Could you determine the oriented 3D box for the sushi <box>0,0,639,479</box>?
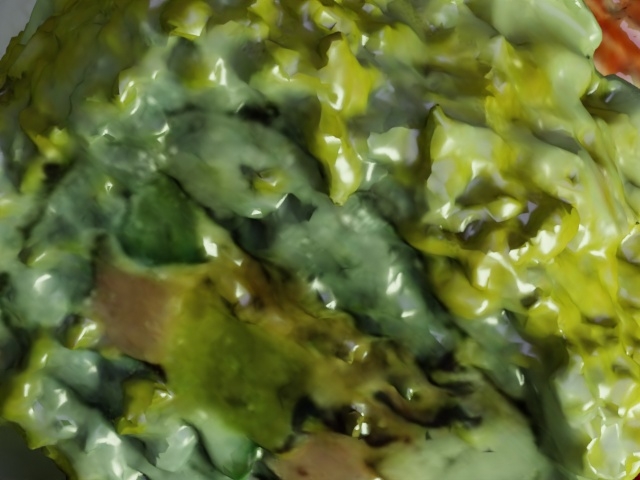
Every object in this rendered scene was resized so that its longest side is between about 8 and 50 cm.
[{"bbox_3d":[0.000,0.000,0.906,0.396,0.351,0.240,43,36,-13],"label":"sushi"}]

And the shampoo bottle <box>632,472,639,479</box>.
[{"bbox_3d":[0.211,0.113,1.277,0.064,0.102,0.260,-40,101,-3],"label":"shampoo bottle"}]

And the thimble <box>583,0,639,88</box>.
[{"bbox_3d":[0.103,-0.122,1.125,0.230,0.350,0.350,-41,100,-37],"label":"thimble"}]
